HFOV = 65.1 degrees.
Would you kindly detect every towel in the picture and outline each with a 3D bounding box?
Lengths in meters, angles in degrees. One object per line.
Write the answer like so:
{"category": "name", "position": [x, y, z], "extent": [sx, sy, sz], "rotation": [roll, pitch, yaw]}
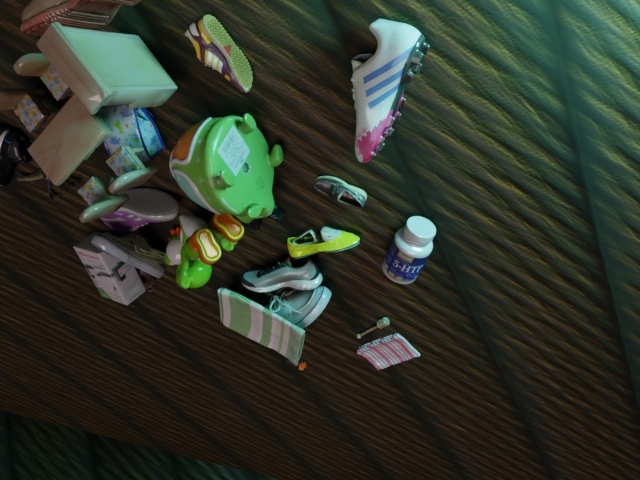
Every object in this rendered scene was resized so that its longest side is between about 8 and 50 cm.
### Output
{"category": "towel", "position": [-0.205, 0.291, 1.698], "extent": [0.324, 0.038, 0.248], "rotation": [27, 144, 13]}
{"category": "towel", "position": [0.249, 0.413, 1.843], "extent": [0.197, 0.029, 0.144], "rotation": [-29, 121, 34]}

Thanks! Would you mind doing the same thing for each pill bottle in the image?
{"category": "pill bottle", "position": [0.253, 0.026, 1.418], "extent": [0.112, 0.112, 0.187], "rotation": [16, 134, -1]}

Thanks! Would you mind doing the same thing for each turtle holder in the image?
{"category": "turtle holder", "position": [-0.235, -0.181, 1.292], "extent": [0.227, 0.243, 0.320], "rotation": [5, 176, 30]}

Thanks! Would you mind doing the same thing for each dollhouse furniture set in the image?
{"category": "dollhouse furniture set", "position": [-0.564, -0.280, 1.152], "extent": [0.394, 0.256, 0.362], "rotation": [-36, 93, 24]}

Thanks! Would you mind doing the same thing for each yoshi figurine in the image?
{"category": "yoshi figurine", "position": [-0.360, 0.049, 1.530], "extent": [0.203, 0.203, 0.362], "rotation": [12, 161, -33]}

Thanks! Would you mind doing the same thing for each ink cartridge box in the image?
{"category": "ink cartridge box", "position": [-0.707, 0.093, 1.684], "extent": [0.160, 0.092, 0.219], "rotation": [9, 129, 34]}

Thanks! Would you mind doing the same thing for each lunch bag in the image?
{"category": "lunch bag", "position": [-0.504, -0.288, 1.318], "extent": [0.128, 0.096, 0.151], "rotation": [-3, 130, 17]}

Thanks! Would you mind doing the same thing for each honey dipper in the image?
{"category": "honey dipper", "position": [0.181, 0.312, 1.767], "extent": [0.030, 0.030, 0.160], "rotation": [34, 136, -18]}

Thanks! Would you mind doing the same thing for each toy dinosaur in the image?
{"category": "toy dinosaur", "position": [-0.805, -0.196, 1.508], "extent": [0.268, 0.064, 0.118], "rotation": [-22, 110, 32]}

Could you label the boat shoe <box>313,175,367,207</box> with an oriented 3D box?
{"category": "boat shoe", "position": [0.053, -0.131, 1.361], "extent": [0.152, 0.049, 0.056], "rotation": [17, 135, -2]}

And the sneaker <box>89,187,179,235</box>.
{"category": "sneaker", "position": [-0.550, -0.079, 1.542], "extent": [0.282, 0.102, 0.161], "rotation": [8, 144, 12]}

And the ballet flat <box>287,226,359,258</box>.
{"category": "ballet flat", "position": [0.000, 0.000, 1.488], "extent": [0.231, 0.077, 0.077], "rotation": [-12, 112, 26]}

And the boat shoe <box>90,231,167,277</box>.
{"category": "boat shoe", "position": [-0.589, 0.029, 1.577], "extent": [0.109, 0.094, 0.302], "rotation": [21, 168, 26]}

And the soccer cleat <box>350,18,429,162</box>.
{"category": "soccer cleat", "position": [0.121, -0.332, 1.128], "extent": [0.143, 0.116, 0.331], "rotation": [29, 132, 8]}

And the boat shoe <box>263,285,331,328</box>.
{"category": "boat shoe", "position": [-0.123, 0.217, 1.693], "extent": [0.156, 0.136, 0.367], "rotation": [38, 140, -17]}

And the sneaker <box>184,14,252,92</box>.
{"category": "sneaker", "position": [-0.232, -0.419, 1.155], "extent": [0.084, 0.069, 0.185], "rotation": [-13, 123, 35]}

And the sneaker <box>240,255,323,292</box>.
{"category": "sneaker", "position": [-0.131, 0.100, 1.607], "extent": [0.271, 0.100, 0.108], "rotation": [-6, 117, 15]}

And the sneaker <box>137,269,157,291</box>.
{"category": "sneaker", "position": [-0.609, 0.121, 1.769], "extent": [0.071, 0.066, 0.188], "rotation": [13, 142, -22]}

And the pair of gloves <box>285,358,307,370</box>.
{"category": "pair of gloves", "position": [-0.097, 0.495, 2.019], "extent": [0.083, 0.010, 0.074], "rotation": [20, 134, -4]}

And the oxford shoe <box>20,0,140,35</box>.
{"category": "oxford shoe", "position": [-0.517, -0.552, 1.080], "extent": [0.397, 0.140, 0.147], "rotation": [-10, 99, 28]}

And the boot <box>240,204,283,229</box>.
{"category": "boot", "position": [-0.178, -0.069, 1.481], "extent": [0.121, 0.045, 0.099], "rotation": [27, 131, -2]}

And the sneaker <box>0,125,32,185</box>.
{"category": "sneaker", "position": [-0.915, -0.232, 1.485], "extent": [0.121, 0.079, 0.217], "rotation": [19, 133, -3]}
